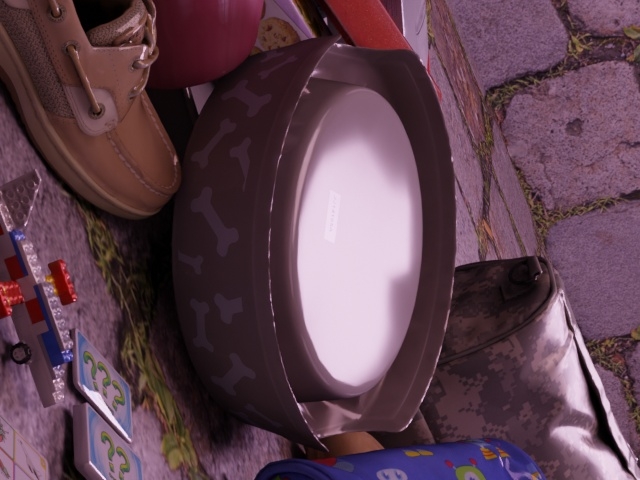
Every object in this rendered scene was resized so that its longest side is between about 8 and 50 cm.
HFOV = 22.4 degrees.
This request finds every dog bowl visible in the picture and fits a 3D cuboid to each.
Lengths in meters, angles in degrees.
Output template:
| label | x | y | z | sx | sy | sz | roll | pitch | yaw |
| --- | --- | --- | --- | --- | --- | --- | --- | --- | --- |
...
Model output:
| label | x | y | z | sx | sy | sz | roll | pitch | yaw |
| --- | --- | --- | --- | --- | --- | --- | --- | --- | --- |
| dog bowl | 0.000 | 0.000 | 1.303 | 0.349 | 0.102 | 0.349 | -6 | 97 | -63 |

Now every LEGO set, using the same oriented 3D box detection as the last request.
| label | x | y | z | sx | sy | sz | roll | pitch | yaw |
| --- | --- | --- | --- | --- | --- | --- | --- | --- | --- |
| LEGO set | -0.149 | 0.084 | 0.946 | 0.244 | 0.060 | 0.182 | 57 | 16 | -44 |

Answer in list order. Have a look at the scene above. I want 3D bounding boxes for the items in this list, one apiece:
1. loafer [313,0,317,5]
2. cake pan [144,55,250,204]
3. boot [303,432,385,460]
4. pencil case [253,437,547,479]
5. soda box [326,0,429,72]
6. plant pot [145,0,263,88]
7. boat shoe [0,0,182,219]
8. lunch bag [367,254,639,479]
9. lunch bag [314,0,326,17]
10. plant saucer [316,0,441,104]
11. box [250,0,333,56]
| label | x | y | z | sx | sy | sz | roll | pitch | yaw |
| --- | --- | --- | --- | --- | --- | --- | --- | --- | --- |
| loafer | -0.050 | -0.220 | 1.638 | 0.268 | 0.102 | 0.092 | 60 | 14 | -71 |
| cake pan | -0.088 | -0.101 | 1.413 | 0.293 | 0.054 | 0.293 | -18 | 90 | -76 |
| boot | 0.067 | 0.325 | 1.397 | 0.236 | 0.089 | 0.269 | 58 | 18 | -44 |
| pencil case | 0.065 | 0.226 | 1.270 | 0.306 | 0.119 | 0.133 | 3 | 53 | -53 |
| soda box | 0.072 | -0.175 | 1.842 | 0.098 | 0.091 | 0.286 | -60 | 150 | -53 |
| plant pot | -0.116 | -0.220 | 1.193 | 0.201 | 0.201 | 0.180 | -94 | 180 | -46 |
| boat shoe | -0.157 | -0.128 | 1.087 | 0.109 | 0.098 | 0.302 | -94 | 160 | -44 |
| lunch bag | 0.158 | 0.178 | 1.579 | 0.212 | 0.256 | 0.305 | -83 | 151 | -60 |
| lunch bag | -0.051 | -0.350 | 1.807 | 0.176 | 0.090 | 0.219 | 5 | 67 | -72 |
| plant saucer | 0.022 | -0.242 | 1.589 | 0.259 | 0.047 | 0.258 | 52 | 4 | -37 |
| box | -0.019 | -0.172 | 1.521 | 0.324 | 0.067 | 0.063 | 56 | 21 | -49 |
